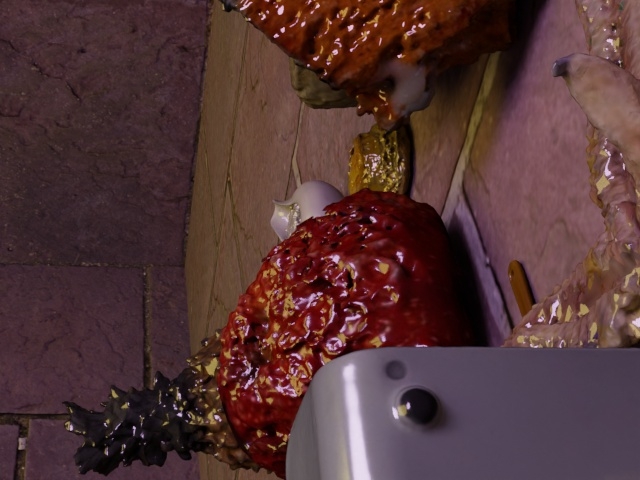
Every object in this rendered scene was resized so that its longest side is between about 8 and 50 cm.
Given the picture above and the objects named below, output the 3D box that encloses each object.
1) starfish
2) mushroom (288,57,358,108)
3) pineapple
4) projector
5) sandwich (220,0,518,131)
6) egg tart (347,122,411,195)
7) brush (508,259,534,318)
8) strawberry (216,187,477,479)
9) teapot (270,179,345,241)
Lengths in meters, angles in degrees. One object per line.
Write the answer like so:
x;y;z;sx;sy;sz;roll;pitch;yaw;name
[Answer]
0.153;-0.041;0.574;0.398;0.132;0.383;85;-168;-81;starfish
0.039;-0.251;1.018;0.164;0.190;0.266;64;-171;-71;mushroom
-0.102;0.173;1.196;0.202;0.362;0.201;169;90;-83;pineapple
0.122;0.145;0.385;0.108;0.251;0.198;111;158;-53;projector
0.061;-0.212;0.829;0.212;0.292;0.109;55;-165;-10;sandwich
0.061;-0.076;1.165;0.130;0.052;0.130;-176;90;-76;egg tart
0.160;0.076;0.779;0.169;0.014;0.043;-99;15;-46;brush
0.020;0.098;0.940;0.274;0.221;0.274;178;90;-79;strawberry
0.000;0.000;1.339;0.226;0.092;0.145;-123;34;-67;teapot
